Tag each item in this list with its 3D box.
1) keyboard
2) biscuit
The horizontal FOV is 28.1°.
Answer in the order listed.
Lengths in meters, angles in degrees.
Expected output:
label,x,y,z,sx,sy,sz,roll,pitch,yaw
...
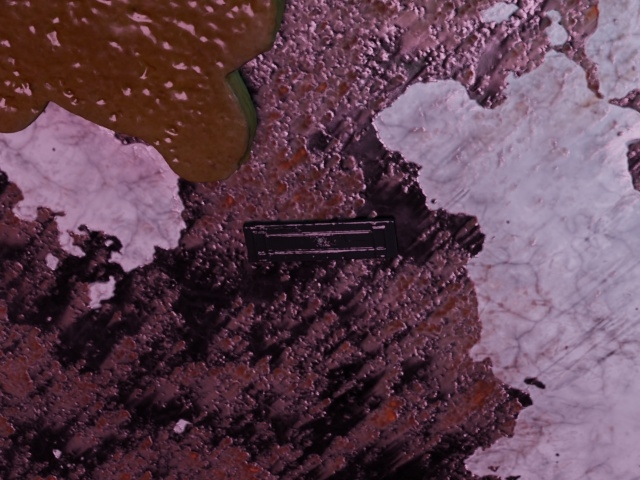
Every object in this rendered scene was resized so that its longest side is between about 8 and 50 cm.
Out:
label,x,y,z,sx,sy,sz,roll,pitch,yaw
keyboard,0.000,0.000,1.711,0.204,0.013,0.061,-2,123,11
biscuit,-0.248,-0.267,1.551,0.394,0.076,0.368,14,124,-3
